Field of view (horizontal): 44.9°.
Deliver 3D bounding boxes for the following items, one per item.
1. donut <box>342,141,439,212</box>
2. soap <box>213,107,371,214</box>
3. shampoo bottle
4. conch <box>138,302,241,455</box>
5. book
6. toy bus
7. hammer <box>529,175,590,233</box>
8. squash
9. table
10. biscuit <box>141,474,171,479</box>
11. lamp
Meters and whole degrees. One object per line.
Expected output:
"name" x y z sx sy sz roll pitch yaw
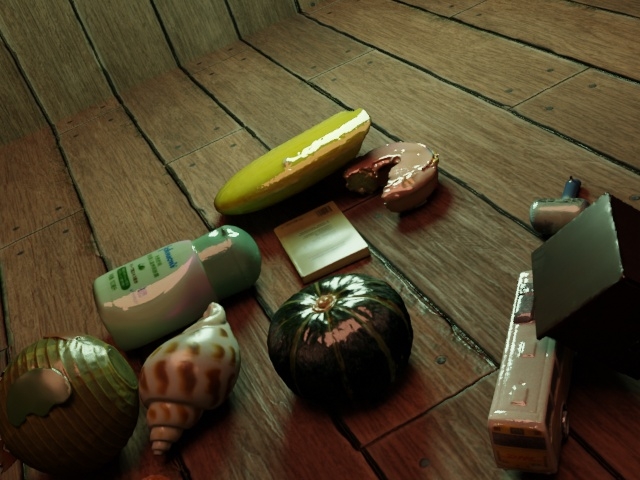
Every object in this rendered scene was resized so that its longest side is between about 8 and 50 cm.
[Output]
"donut" 0.177 -0.148 1.782 0.199 0.085 0.233 -32 34 -16
"soap" -0.069 -0.180 1.892 0.427 0.115 0.306 -29 20 0
"shampoo bottle" -0.290 0.087 1.631 0.349 0.151 0.222 -24 31 -8
"conch" -0.233 0.244 1.374 0.148 0.183 0.275 41 59 7
"book" 0.000 0.000 1.715 0.161 0.026 0.231 -25 33 -6
"toy bus" 0.325 0.186 1.170 0.097 0.138 0.343 -3 38 27
"hammer" 0.489 -0.078 1.543 0.116 0.070 0.194 -1 30 28
"squash" 0.034 0.166 1.330 0.252 0.165 0.252 -17 30 10
"table" 0.437 0.076 1.112 0.169 0.193 0.172 -48 23 43
"biscuit" -0.296 0.489 1.143 0.205 0.049 0.324 -8 35 16
"lamp" -0.453 0.298 1.339 0.284 0.250 0.250 -38 34 -1
